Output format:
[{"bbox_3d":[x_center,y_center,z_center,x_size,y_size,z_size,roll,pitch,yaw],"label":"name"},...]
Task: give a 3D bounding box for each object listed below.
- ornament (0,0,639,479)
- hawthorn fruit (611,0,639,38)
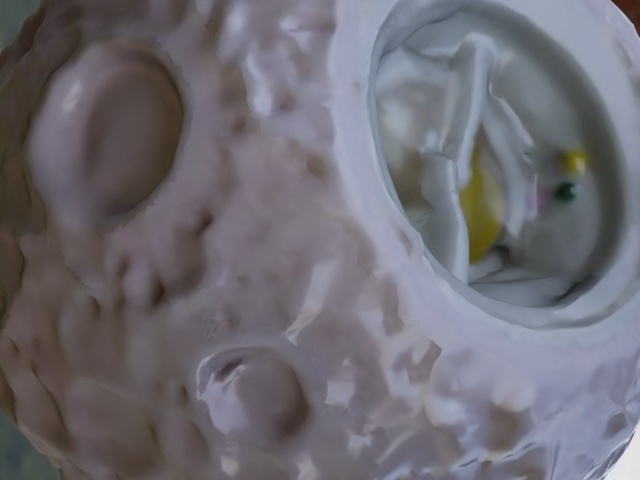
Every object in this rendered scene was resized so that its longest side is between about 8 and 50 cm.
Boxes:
[{"bbox_3d":[0.000,0.000,0.548,0.225,0.259,0.259,-24,-108,49],"label":"ornament"},{"bbox_3d":[0.188,-0.106,0.992,0.253,0.205,0.205,-122,-154,-46],"label":"hawthorn fruit"}]
